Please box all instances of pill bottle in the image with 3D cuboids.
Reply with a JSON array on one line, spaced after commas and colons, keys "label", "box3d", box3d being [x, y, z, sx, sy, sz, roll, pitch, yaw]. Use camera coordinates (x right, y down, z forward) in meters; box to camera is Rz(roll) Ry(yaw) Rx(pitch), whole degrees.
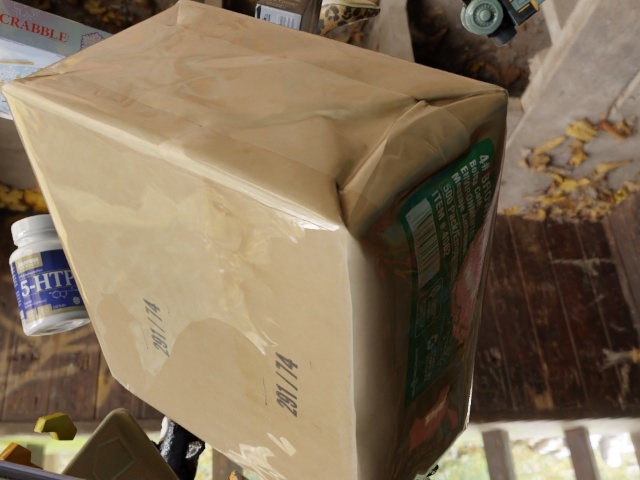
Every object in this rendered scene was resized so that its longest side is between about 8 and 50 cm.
[{"label": "pill bottle", "box3d": [-0.458, 0.058, 1.193, 0.112, 0.186, 0.112, -17, 169, -3]}]

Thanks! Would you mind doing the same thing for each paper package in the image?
[{"label": "paper package", "box3d": [-0.040, 0.022, 0.537, 0.310, 0.168, 0.324, 24, 137, 29]}]

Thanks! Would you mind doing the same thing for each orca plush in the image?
[{"label": "orca plush", "box3d": [-0.252, 0.393, 1.445, 0.102, 0.287, 0.151, 15, 170, 39]}]

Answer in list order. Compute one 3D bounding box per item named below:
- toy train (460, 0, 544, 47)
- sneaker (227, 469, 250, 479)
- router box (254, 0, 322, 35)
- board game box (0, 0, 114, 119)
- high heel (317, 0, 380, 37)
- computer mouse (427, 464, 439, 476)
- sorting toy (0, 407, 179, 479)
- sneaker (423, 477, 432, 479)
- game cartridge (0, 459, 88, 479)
[{"label": "toy train", "box3d": [0.326, -0.565, 1.442, 0.190, 0.142, 0.334, -36, 100, 15]}, {"label": "sneaker", "box3d": [-0.172, 0.562, 1.465, 0.084, 0.083, 0.215, 43, 178, -11]}, {"label": "router box", "box3d": [-0.069, -0.327, 1.312, 0.081, 0.243, 0.308, 15, 130, 2]}, {"label": "board game box", "box3d": [-0.521, -0.282, 1.113, 0.318, 0.065, 0.319, 12, 164, -34]}, {"label": "high heel", "box3d": [-0.002, -0.445, 1.545, 0.261, 0.093, 0.186, -5, 129, -23]}, {"label": "computer mouse", "box3d": [0.025, 0.242, 0.784, 0.193, 0.042, 0.106, 3, -172, 40]}, {"label": "sorting toy", "box3d": [-0.364, 0.381, 1.115, 0.041, 0.229, 0.307, -1, 127, 37]}, {"label": "sneaker", "box3d": [0.184, 0.470, 1.226, 0.094, 0.151, 0.256, -47, 173, -11]}, {"label": "game cartridge", "box3d": [-0.339, 0.345, 0.906, 0.355, 0.068, 0.230, 14, 148, -3]}]
